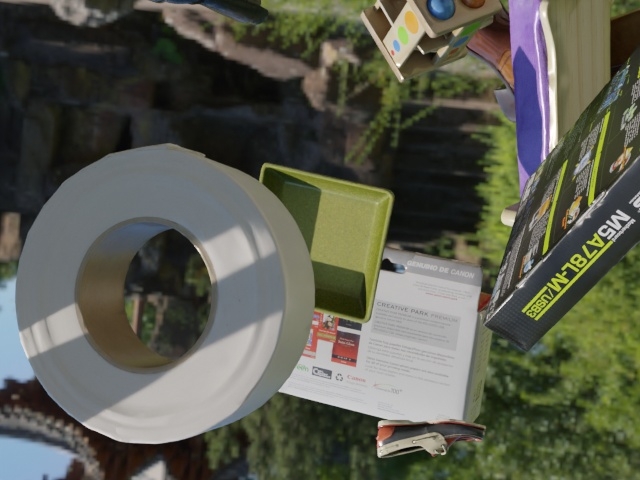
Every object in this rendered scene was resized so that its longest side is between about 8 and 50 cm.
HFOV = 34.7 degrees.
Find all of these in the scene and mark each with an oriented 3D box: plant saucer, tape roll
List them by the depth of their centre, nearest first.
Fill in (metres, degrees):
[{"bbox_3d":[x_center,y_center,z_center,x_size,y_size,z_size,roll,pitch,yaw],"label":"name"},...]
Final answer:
[{"bbox_3d":[-0.153,0.052,1.009,0.286,0.286,0.100,7,179,17],"label":"tape roll"},{"bbox_3d":[0.000,0.000,1.405,0.188,0.188,0.045,14,-166,14],"label":"plant saucer"}]

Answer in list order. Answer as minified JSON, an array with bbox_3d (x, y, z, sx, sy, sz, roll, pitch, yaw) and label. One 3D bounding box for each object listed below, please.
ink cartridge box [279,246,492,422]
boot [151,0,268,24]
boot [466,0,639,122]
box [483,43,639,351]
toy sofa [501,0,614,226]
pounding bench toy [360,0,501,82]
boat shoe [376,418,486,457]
[{"bbox_3d":[0.110,0.131,1.616,0.309,0.272,0.130,12,-167,20],"label":"ink cartridge box"},{"bbox_3d":[-0.145,-0.286,1.025,0.137,0.077,0.198,10,-138,-42],"label":"boot"},{"bbox_3d":[0.330,-0.279,1.422,0.096,0.264,0.280,-39,-158,-30],"label":"boot"},{"bbox_3d":[0.192,-0.042,0.706,0.045,0.184,0.191,33,-139,-4],"label":"box"},{"bbox_3d":[0.305,-0.181,1.366,0.177,0.363,0.150,-22,-154,-33],"label":"toy sofa"},{"bbox_3d":[0.079,-0.145,0.619,0.083,0.052,0.065,-25,169,-24],"label":"pounding bench toy"},{"bbox_3d":[0.132,0.239,1.231,0.137,0.043,0.049,-5,154,21],"label":"boat shoe"}]
